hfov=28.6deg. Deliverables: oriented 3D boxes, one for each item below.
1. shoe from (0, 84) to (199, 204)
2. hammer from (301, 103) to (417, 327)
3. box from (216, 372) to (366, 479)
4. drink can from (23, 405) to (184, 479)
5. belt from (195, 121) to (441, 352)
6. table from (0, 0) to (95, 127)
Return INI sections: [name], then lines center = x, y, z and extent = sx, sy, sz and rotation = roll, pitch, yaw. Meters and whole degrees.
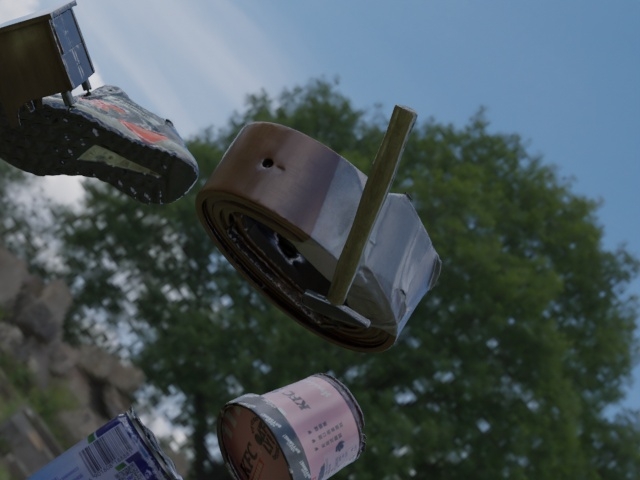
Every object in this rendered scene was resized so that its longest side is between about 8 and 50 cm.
[shoe]
center = -0.340, -0.177, 1.847
extent = 0.132, 0.336, 0.171
rotation = -52, -145, 32
[hammer]
center = 0.041, -0.018, 1.016
extent = 0.062, 0.013, 0.198
rotation = 25, -63, 9
[box]
center = -0.030, 0.242, 1.536
extent = 0.151, 0.135, 0.151
rotation = 31, -48, 42
[drink can]
center = -0.249, 0.261, 1.185
extent = 0.097, 0.235, 0.097
rotation = 53, -9, 11
[belt]
center = 0.000, 0.000, 1.204
extent = 0.184, 0.105, 0.261
rotation = -1, -40, 49
[table]
center = -0.237, -0.150, 1.067
extent = 0.083, 0.070, 0.082
rotation = -79, 153, -71
